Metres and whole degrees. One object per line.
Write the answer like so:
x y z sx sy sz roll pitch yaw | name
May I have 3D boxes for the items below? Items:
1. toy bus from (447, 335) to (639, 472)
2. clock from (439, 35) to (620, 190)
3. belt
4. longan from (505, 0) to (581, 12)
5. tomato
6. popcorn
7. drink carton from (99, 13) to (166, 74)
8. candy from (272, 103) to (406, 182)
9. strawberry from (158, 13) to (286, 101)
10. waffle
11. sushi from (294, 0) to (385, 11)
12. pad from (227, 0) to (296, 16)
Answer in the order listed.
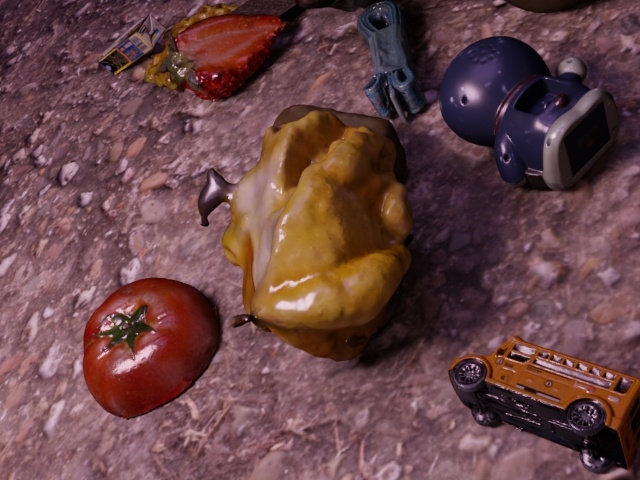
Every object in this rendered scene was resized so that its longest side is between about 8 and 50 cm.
0.232 0.159 0.879 0.195 0.083 0.088 16 57 40 | toy bus
0.273 -0.182 1.149 0.199 0.146 0.243 -45 49 -6 | clock
0.114 -0.302 1.424 0.087 0.072 0.302 -17 41 13 | belt
0.354 -0.452 1.321 0.220 0.196 0.196 13 58 31 | longan
-0.255 0.139 1.221 0.225 0.085 0.225 -16 44 16 | tomato
0.000 0.000 1.086 0.297 0.281 0.315 -39 55 56 | popcorn
-0.417 -0.430 1.876 0.166 0.056 0.071 -18 37 44 | drink carton
0.023 -0.135 1.292 0.234 0.104 0.102 17 56 42 | candy
-0.185 -0.363 1.642 0.228 0.098 0.174 -41 65 -18 | strawberry
-0.260 -0.412 1.792 0.291 0.051 0.291 -17 41 15 | waffle
0.129 -0.538 1.437 0.418 0.175 0.417 -31 3 2 | sushi
-0.064 -0.519 1.768 0.158 0.003 0.235 16 49 42 | pad
